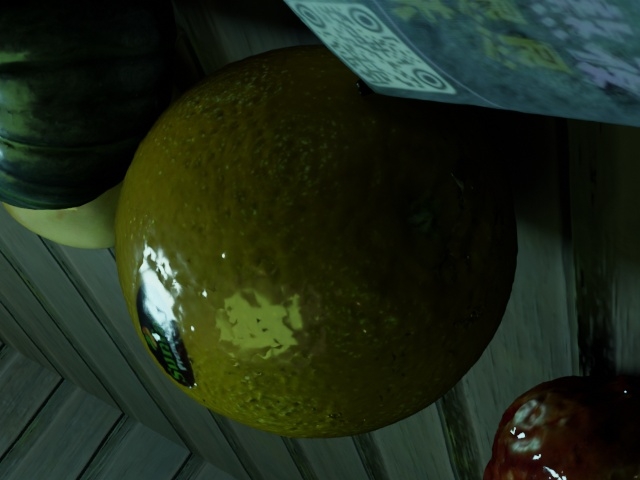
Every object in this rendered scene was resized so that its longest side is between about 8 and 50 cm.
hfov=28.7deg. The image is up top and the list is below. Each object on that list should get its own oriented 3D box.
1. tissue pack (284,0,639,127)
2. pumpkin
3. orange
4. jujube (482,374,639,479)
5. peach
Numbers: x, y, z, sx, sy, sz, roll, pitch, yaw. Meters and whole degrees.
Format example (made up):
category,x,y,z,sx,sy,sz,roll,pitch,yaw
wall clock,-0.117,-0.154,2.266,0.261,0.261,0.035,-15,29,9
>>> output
category,x,y,z,sx,sy,sz,roll,pitch,yaw
tissue pack,0.081,-0.157,0.523,0.259,0.122,0.361,46,162,-30
pumpkin,-0.195,-0.145,0.883,0.216,0.250,0.250,-1,179,-32
orange,0.000,0.000,0.824,0.274,0.274,0.274,30,158,13
jujube,0.230,0.207,1.035,0.197,0.197,0.290,32,173,8
peach,-0.198,-0.083,1.067,0.184,0.184,0.184,30,158,13
